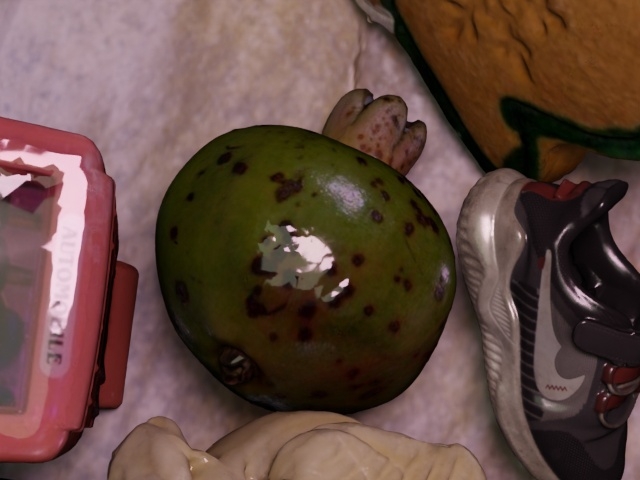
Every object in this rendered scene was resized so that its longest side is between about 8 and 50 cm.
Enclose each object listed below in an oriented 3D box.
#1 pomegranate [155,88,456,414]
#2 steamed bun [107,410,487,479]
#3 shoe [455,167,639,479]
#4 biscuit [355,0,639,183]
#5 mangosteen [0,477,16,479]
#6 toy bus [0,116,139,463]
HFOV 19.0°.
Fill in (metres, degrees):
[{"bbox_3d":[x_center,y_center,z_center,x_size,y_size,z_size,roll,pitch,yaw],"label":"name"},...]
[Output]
[{"bbox_3d":[0.000,0.000,1.244,0.202,0.202,0.248,27,57,8],"label":"pomegranate"},{"bbox_3d":[-0.046,0.234,1.161,0.276,0.203,0.289,33,57,-20],"label":"steamed bun"},{"bbox_3d":[0.167,0.057,1.223,0.112,0.099,0.227,-14,98,39],"label":"shoe"},{"bbox_3d":[0.120,-0.155,1.215,0.057,0.287,0.344,-31,50,-30],"label":"biscuit"},{"bbox_3d":[-0.203,0.236,1.250,0.172,0.184,0.172,7,99,49],"label":"mangosteen"},{"bbox_3d":[-0.228,0.034,1.138,0.233,0.427,0.203,8,84,-5],"label":"toy bus"}]
